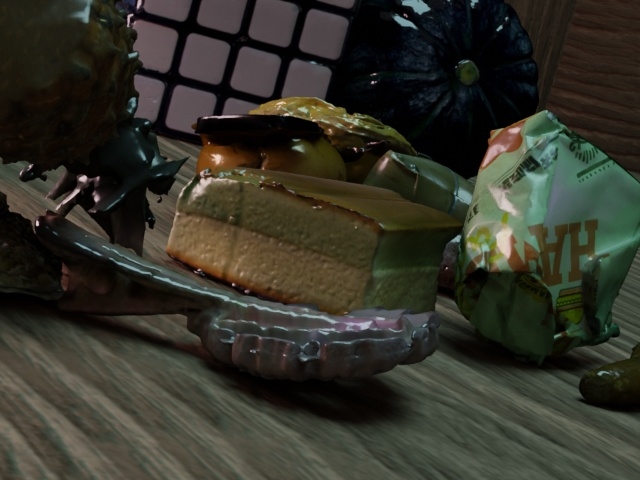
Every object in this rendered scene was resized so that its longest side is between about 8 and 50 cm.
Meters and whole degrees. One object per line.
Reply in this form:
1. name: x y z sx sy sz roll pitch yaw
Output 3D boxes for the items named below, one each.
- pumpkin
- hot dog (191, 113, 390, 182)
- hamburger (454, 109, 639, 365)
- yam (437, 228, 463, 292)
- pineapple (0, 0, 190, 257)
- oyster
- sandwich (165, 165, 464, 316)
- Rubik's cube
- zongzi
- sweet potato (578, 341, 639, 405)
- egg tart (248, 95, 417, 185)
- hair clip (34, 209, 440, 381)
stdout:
1. pumpkin: 0.177 -0.270 2.257 0.363 0.363 0.266 12 -1 -19
2. hot dog: -0.033 -0.064 1.526 0.194 0.107 0.326 1 -3 28
3. hamburger: 0.215 0.018 1.278 0.125 0.214 0.235 6 -21 38
4. yam: 0.176 0.029 1.451 0.141 0.079 0.079 16 10 11
5. pineapple: -0.181 -0.086 1.049 0.165 0.165 0.364 18 -15 15
6. oyster: -0.260 0.005 0.991 0.177 0.064 0.125 20 19 -38
7. sandwich: 0.000 0.000 1.258 0.220 0.108 0.186 18 10 28
8. Rubik's cube: -0.156 -0.334 2.175 0.343 0.337 0.344 13 12 -15
9. zongzi: 0.171 -0.019 1.636 0.256 0.115 0.228 25 4 5
10. sweet potato: 0.366 0.119 1.252 0.346 0.079 0.108 7 25 -25
11. egg tart: 0.007 -0.110 1.792 0.241 0.106 0.241 13 -10 2
12. hair clip: -0.065 0.051 0.988 0.300 0.069 0.173 15 10 1
